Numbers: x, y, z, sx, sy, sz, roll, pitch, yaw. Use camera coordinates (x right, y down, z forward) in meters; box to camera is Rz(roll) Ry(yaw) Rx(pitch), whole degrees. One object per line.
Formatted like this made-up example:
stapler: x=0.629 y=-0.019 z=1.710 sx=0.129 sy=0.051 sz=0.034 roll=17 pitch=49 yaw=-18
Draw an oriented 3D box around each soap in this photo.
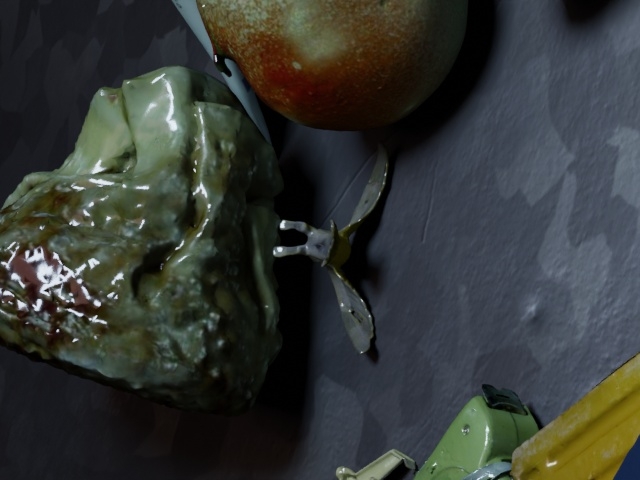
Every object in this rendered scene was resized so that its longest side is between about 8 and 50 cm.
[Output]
soap: x=0.272 y=0.181 z=1.580 sx=0.257 sy=0.080 sz=0.160 roll=-44 pitch=49 yaw=39

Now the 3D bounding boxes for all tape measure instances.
tape measure: x=0.137 y=0.244 z=1.748 sx=0.177 sy=0.087 sz=0.154 roll=-58 pitch=39 yaw=28

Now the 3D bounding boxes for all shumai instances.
shumai: x=-0.188 y=-0.015 z=2.068 sx=0.395 sy=0.395 sz=0.348 roll=27 pitch=96 yaw=55

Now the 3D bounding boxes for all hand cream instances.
hand cream: x=-0.113 y=-0.218 z=2.119 sx=0.067 sy=0.321 sz=0.109 roll=-24 pitch=50 yaw=0

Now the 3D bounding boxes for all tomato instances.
tomato: x=0.020 y=-0.269 z=1.959 sx=0.239 sy=0.303 sz=0.303 roll=-24 pitch=59 yaw=32

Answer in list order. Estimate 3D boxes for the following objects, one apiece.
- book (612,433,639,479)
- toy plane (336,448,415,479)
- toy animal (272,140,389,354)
book: x=0.310 y=0.272 z=1.435 sx=0.300 sy=0.039 sz=0.428 roll=49 pitch=127 yaw=36
toy plane: x=-0.006 y=0.297 z=1.932 sx=0.256 sy=0.104 sz=0.242 roll=28 pitch=87 yaw=49
toy animal: x=0.000 y=0.000 z=2.024 sx=0.155 sy=0.095 sz=0.219 roll=3 pitch=81 yaw=51
